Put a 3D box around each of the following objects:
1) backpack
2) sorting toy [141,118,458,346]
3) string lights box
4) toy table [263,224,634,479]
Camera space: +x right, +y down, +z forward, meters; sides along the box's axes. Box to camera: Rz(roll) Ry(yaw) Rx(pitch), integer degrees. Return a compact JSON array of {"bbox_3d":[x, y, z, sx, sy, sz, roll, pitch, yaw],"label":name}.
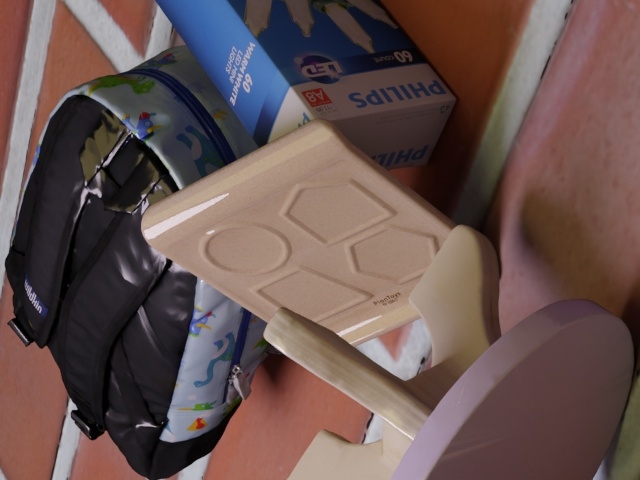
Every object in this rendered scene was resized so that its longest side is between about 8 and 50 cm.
[{"bbox_3d":[-0.131,-0.010,1.592,0.290,0.273,0.355,53,160,25],"label":"backpack"},{"bbox_3d":[0.000,0.000,1.401,0.193,0.208,0.038,-26,42,32],"label":"sorting toy"},{"bbox_3d":[-0.023,-0.161,1.456,0.260,0.133,0.077,54,140,31],"label":"string lights box"},{"bbox_3d":[0.081,0.133,1.317,0.161,0.274,0.252,37,174,42],"label":"toy table"}]
